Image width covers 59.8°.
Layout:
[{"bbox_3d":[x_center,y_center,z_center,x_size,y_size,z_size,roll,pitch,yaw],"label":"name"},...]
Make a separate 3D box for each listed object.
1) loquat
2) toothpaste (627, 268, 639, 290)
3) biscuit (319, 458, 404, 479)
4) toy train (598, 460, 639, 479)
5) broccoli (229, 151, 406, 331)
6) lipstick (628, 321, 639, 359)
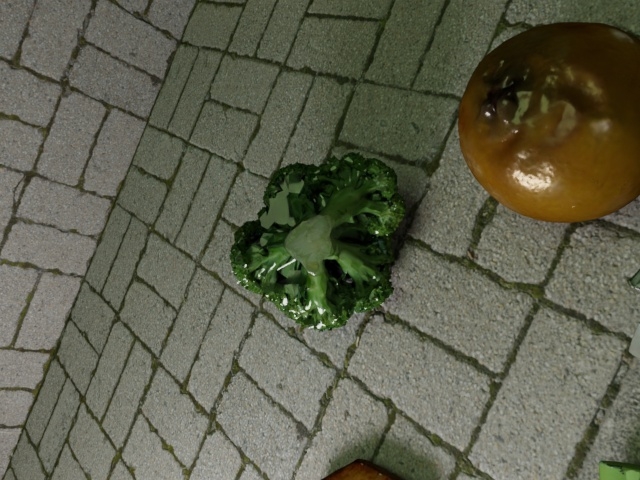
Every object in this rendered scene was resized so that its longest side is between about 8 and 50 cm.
[{"bbox_3d":[0.391,-0.188,0.903,0.328,0.328,0.329,-15,67,39],"label":"loquat"},{"bbox_3d":[0.590,0.105,0.809,0.268,0.047,0.069,42,125,44],"label":"toothpaste"},{"bbox_3d":[0.094,0.620,1.096,0.358,0.046,0.360,-14,68,38],"label":"biscuit"},{"bbox_3d":[0.466,0.432,0.791,0.157,0.105,0.254,-10,71,52],"label":"toy train"},{"bbox_3d":[0.004,0.008,1.203,0.413,0.321,0.310,-25,32,10],"label":"broccoli"},{"bbox_3d":[0.601,0.217,0.723,0.079,0.076,0.371,-30,44,-22],"label":"lipstick"}]
